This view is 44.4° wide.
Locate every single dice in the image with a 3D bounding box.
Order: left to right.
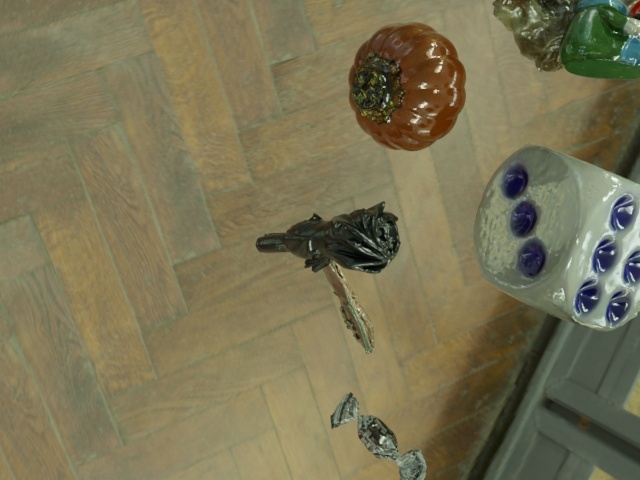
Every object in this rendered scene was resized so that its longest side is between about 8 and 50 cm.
[{"bbox_3d":[0.433,-0.008,1.363,0.243,0.251,0.259,13,103,-30],"label":"dice"}]

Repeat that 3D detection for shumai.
[{"bbox_3d":[0.381,-0.409,1.368,0.176,0.166,0.205,20,54,-14],"label":"shumai"}]

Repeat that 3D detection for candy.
[{"bbox_3d":[0.113,0.386,1.493,0.226,0.051,0.094,43,54,18],"label":"candy"}]

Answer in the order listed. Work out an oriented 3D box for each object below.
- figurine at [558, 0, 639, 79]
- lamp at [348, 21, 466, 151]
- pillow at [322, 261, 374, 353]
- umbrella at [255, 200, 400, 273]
[{"bbox_3d":[0.467,-0.371,1.208,0.127,0.185,0.234,37,64,-65],"label":"figurine"},{"bbox_3d":[0.146,-0.264,1.354,0.197,0.223,0.223,-14,105,-40],"label":"lamp"},{"bbox_3d":[0.050,0.116,1.602,0.043,0.126,0.232,-28,103,-9],"label":"pillow"},{"bbox_3d":[0.000,0.000,1.361,0.118,0.340,0.118,2,88,-43],"label":"umbrella"}]
